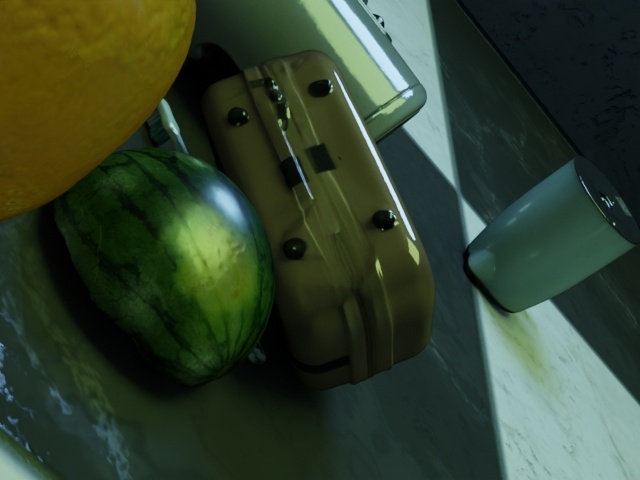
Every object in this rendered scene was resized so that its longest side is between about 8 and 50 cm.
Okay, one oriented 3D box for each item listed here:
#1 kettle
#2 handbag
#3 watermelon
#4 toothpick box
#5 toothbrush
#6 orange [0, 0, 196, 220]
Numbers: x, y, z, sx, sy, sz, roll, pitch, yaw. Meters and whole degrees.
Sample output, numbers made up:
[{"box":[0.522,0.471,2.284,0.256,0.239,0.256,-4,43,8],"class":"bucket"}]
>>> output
[{"box":[0.362,0.008,2.004,0.221,0.236,0.161,14,44,-54],"class":"kettle"},{"box":[0.000,0.000,1.255,0.283,0.149,0.302,76,-9,-61],"class":"handbag"},{"box":[-0.115,0.000,1.057,0.204,0.127,0.232,27,31,-56],"class":"watermelon"},{"box":[-0.038,-0.228,1.464,0.316,0.229,0.229,54,19,0],"class":"toothpick box"},{"box":[-0.111,-0.014,1.237,0.030,0.030,0.304,23,37,-57],"class":"toothbrush"},{"box":[-0.230,-0.162,0.798,0.312,0.312,0.312,46,21,-23],"class":"orange"}]
